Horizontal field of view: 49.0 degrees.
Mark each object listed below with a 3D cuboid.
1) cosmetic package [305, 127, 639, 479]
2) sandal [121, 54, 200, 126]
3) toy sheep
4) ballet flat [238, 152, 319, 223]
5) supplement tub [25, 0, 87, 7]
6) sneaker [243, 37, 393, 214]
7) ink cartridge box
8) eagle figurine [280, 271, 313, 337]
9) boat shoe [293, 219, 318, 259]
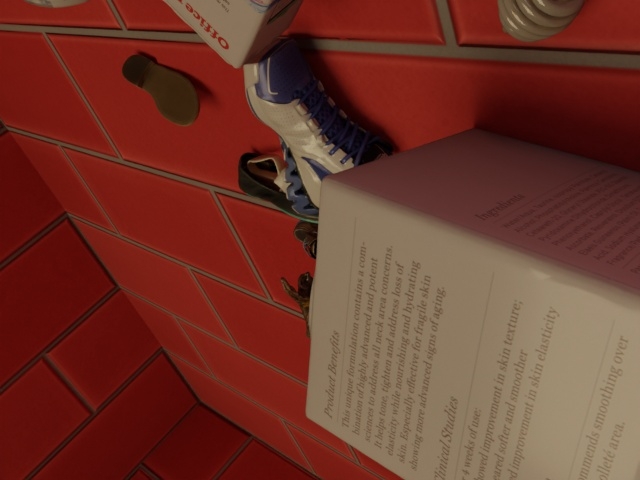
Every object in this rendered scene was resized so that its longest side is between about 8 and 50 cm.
[{"bbox_3d":[0.235,0.094,0.805,0.394,0.327,0.329,24,122,35],"label":"cosmetic package"},{"bbox_3d":[-0.300,-0.297,1.420,0.240,0.088,0.079,38,-175,27],"label":"sandal"},{"bbox_3d":[0.221,-0.248,0.716,0.091,0.091,0.132,45,167,-1],"label":"toy sheep"},{"bbox_3d":[-0.066,-0.107,1.318,0.280,0.095,0.096,20,132,40],"label":"ballet flat"},{"bbox_3d":[-0.435,-0.551,1.070,0.207,0.207,0.338,34,152,20],"label":"supplement tub"},{"bbox_3d":[0.018,-0.166,1.097,0.182,0.127,0.315,10,137,34],"label":"sneaker"},{"bbox_3d":[-0.099,-0.364,0.811,0.201,0.117,0.278,45,153,-2],"label":"ink cartridge box"},{"bbox_3d":[0.100,0.142,1.381,0.298,0.225,0.226,-3,179,19],"label":"eagle figurine"},{"bbox_3d":[0.000,0.000,1.398,0.183,0.066,0.066,10,137,49],"label":"boat shoe"}]
